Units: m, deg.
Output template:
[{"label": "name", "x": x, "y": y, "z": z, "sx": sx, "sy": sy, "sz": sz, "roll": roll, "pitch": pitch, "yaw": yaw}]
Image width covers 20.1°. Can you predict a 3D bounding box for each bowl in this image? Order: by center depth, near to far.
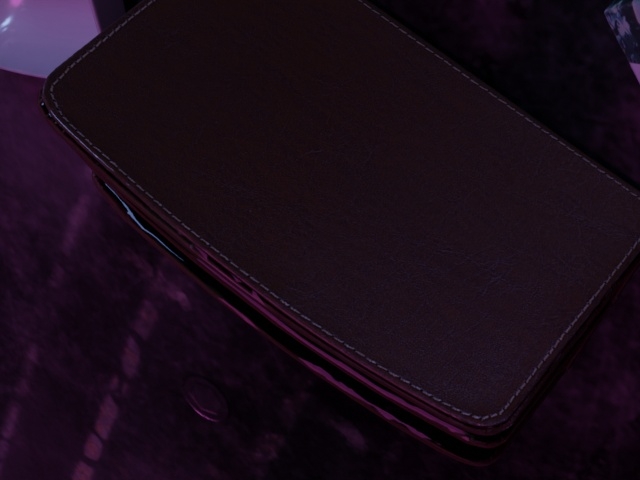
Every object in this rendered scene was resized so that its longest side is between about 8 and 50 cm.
[{"label": "bowl", "x": -0.184, "y": -0.177, "z": 1.146, "sx": 0.142, "sy": 0.053, "sz": 0.142, "roll": 12, "pitch": 132, "yaw": 34}]

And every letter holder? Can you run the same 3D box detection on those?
[{"label": "letter holder", "x": 0.000, "y": 0.000, "z": 1.011, "sx": 0.302, "sy": 0.214, "sz": 0.152, "roll": 36, "pitch": 140, "yaw": 10}]

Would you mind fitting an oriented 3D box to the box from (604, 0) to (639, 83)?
[{"label": "box", "x": 0.313, "y": -0.056, "z": 0.813, "sx": 0.322, "sy": 0.058, "sz": 0.232, "roll": -14, "pitch": 114, "yaw": 46}]
